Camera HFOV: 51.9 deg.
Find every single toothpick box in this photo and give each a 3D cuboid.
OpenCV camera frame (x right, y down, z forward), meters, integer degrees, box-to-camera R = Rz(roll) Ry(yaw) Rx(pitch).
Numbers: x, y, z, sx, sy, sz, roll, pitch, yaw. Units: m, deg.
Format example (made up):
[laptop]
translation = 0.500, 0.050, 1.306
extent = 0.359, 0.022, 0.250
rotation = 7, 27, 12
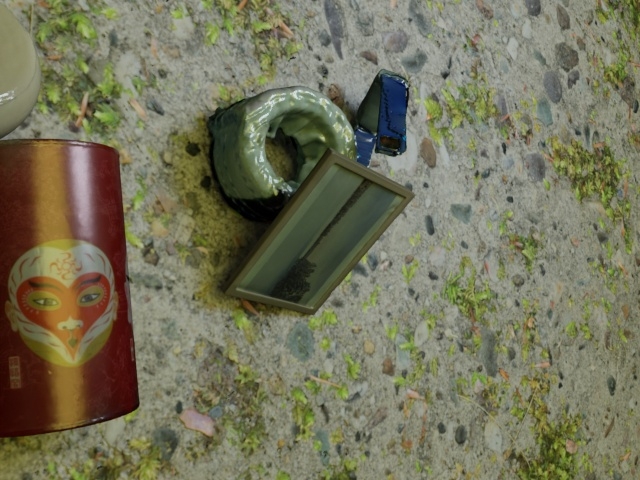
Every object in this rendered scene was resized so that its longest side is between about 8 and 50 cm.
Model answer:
[toothpick box]
translation = -0.343, 0.056, 0.828
extent = 0.204, 0.204, 0.333
rotation = -3, 87, -37

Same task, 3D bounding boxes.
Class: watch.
[watch]
translation = 0.086, -0.150, 1.207
extent = 0.068, 0.276, 0.274
rotation = 18, 46, -11

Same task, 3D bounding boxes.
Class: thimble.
[thimble]
translation = -0.067, -0.145, 1.092
extent = 0.237, 0.150, 0.237
rotation = 3, 85, -36

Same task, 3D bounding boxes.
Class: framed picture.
[framed picture]
translation = 0.000, 0.000, 1.068
extent = 0.213, 0.016, 0.289
rotation = 21, 116, -44

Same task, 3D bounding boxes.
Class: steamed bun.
[steamed bun]
translation = -0.468, -0.204, 0.793
extent = 0.232, 0.145, 0.231
rotation = 25, 47, -30
